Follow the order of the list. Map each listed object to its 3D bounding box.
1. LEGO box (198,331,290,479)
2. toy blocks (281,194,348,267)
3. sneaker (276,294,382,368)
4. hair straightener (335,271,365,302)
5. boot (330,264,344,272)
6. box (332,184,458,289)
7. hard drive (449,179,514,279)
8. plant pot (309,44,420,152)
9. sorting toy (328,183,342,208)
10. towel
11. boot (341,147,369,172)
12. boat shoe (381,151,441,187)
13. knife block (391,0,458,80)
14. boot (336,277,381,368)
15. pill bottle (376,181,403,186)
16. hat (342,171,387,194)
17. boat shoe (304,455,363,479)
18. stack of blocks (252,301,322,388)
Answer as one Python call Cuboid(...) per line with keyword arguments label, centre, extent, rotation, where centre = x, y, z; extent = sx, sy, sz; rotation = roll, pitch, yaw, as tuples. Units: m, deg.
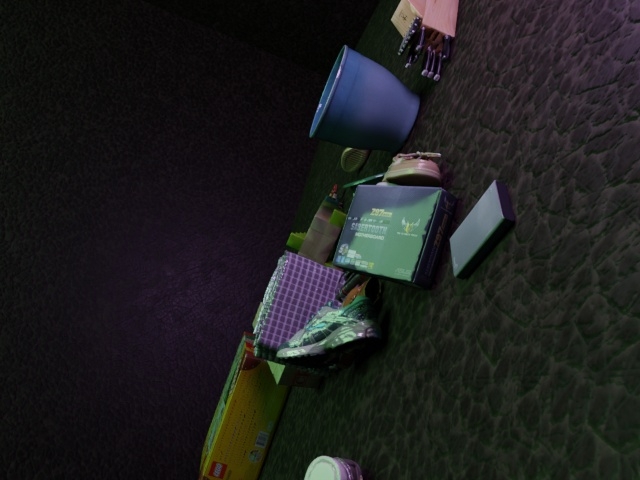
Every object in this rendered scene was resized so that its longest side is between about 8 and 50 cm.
Cuboid(label="LEGO box", centre=(-0.278, 0.640, 1.979), extent=(0.372, 0.193, 0.500), rotation=(-169, 98, -80))
Cuboid(label="toy blocks", centre=(0.000, 0.000, 1.855), extent=(0.261, 0.191, 0.381), rotation=(-64, -2, -61))
Cuboid(label="sneaker", centre=(0.017, 0.207, 1.185), extent=(0.283, 0.110, 0.122), rotation=(-24, 52, 32))
Cuboid(label="hair straightener", centre=(0.104, 0.072, 1.314), extent=(0.230, 0.047, 0.089), rotation=(-55, 15, 32))
Cuboid(label="boot", centre=(0.048, 0.112, 1.685), extent=(0.118, 0.042, 0.087), rotation=(-95, 20, -71))
Cuboid(label="box", centre=(0.139, -0.014, 1.037), extent=(0.233, 0.059, 0.183), rotation=(11, 79, 51))
Cuboid(label="hard drive", centre=(0.248, -0.015, 0.823), extent=(0.094, 0.022, 0.135), rotation=(-81, 14, -48))
Cuboid(label="plant pot", centre=(0.134, -0.377, 1.516), extent=(0.271, 0.255, 0.271), rotation=(-159, 90, -81))
Cuboid(label="sorting toy", centre=(0.045, -0.100, 2.101), extent=(0.274, 0.046, 0.132), rotation=(-81, 14, -45))
Cuboid(label="towel", centre=(-0.035, 0.194, 1.386), extent=(0.121, 0.235, 0.283), rotation=(-39, 33, 62))
Cuboid(label="boot", centre=(0.168, -0.391, 1.974), extent=(0.207, 0.090, 0.248), rotation=(-62, 0, -45))
Cuboid(label="boat shoe", centre=(0.198, -0.161, 1.161), extent=(0.285, 0.105, 0.089), rotation=(-145, 72, -81))
Cuboid(label="knife block", centre=(0.318, -0.554, 1.423), extent=(0.276, 0.242, 0.088), rotation=(-23, -16, -29))
Cuboid(label="boot", centre=(0.083, 0.186, 1.226), extent=(0.152, 0.073, 0.197), rotation=(129, 155, -48))
Cuboid(label="pill bottle", centre=(0.145, -0.021, 1.168), extent=(0.108, 0.108, 0.193), rotation=(168, 121, -79))
Cuboid(label="hat", centre=(0.161, -0.082, 1.404), extent=(0.208, 0.173, 0.183), rotation=(-179, 72, -74))
Cuboid(label="boat shoe", centre=(0.002, 0.530, 0.907), extent=(0.109, 0.091, 0.305), rotation=(6, 76, 42))
Cuboid(label="stack of blocks", centre=(-0.078, 0.307, 1.570), extent=(0.087, 0.171, 0.297), rotation=(-68, 28, 18))
